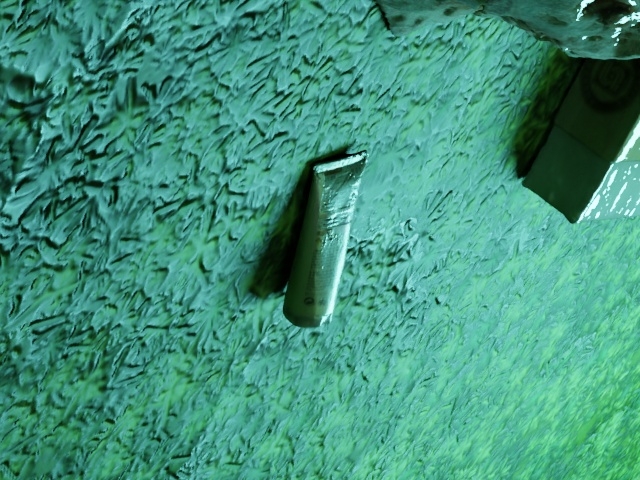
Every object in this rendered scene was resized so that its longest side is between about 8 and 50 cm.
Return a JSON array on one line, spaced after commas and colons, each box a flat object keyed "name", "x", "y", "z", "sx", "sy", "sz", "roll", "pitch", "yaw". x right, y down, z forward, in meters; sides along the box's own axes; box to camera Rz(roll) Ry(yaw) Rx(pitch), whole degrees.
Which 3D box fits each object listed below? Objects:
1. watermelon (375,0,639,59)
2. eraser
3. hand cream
[{"name": "watermelon", "x": 0.133, "y": -0.232, "z": 1.307, "sx": 0.310, "sy": 0.193, "sz": 0.231, "roll": -38, "pitch": 133, "yaw": -54}, {"name": "eraser", "x": 0.307, "y": -0.175, "z": 1.698, "sx": 0.144, "sy": 0.078, "sz": 0.343, "roll": -5, "pitch": 128, "yaw": -56}, {"name": "hand cream", "x": 0.000, "y": 0.000, "z": 1.469, "sx": 0.061, "sy": 0.039, "sz": 0.143, "roll": -13, "pitch": 125, "yaw": -43}]
